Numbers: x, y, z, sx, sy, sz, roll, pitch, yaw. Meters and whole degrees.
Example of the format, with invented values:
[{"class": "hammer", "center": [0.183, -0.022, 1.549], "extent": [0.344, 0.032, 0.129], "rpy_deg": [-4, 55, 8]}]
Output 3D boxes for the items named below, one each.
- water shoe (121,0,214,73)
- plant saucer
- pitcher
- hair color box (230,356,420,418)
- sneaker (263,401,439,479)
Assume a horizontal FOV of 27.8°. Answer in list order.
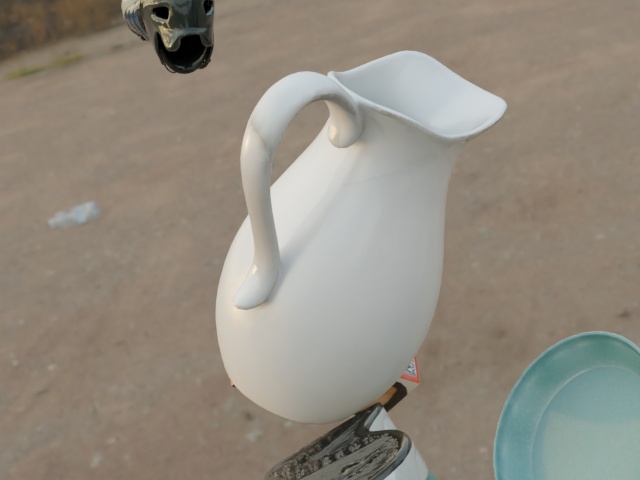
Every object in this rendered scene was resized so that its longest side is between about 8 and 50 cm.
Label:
[{"class": "water shoe", "center": [-0.128, -0.177, 1.088], "extent": [0.073, 0.080, 0.203], "rpy_deg": [-8, -1, -8]}, {"class": "plant saucer", "center": [0.147, 0.110, 0.720], "extent": [0.119, 0.021, 0.119], "rpy_deg": [-35, 41, 37]}, {"class": "pitcher", "center": [0.000, 0.000, 0.727], "extent": [0.177, 0.207, 0.125], "rpy_deg": [-4, 33, -47]}, {"class": "hair color box", "center": [0.003, 0.101, 1.057], "extent": [0.072, 0.141, 0.043], "rpy_deg": [-48, 35, 39]}, {"class": "sneaker", "center": [0.058, 0.217, 0.907], "extent": [0.123, 0.178, 0.295], "rpy_deg": [-31, 2, -4]}]
